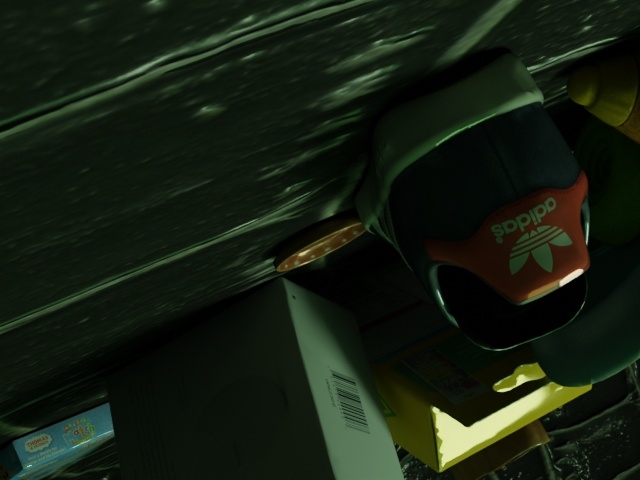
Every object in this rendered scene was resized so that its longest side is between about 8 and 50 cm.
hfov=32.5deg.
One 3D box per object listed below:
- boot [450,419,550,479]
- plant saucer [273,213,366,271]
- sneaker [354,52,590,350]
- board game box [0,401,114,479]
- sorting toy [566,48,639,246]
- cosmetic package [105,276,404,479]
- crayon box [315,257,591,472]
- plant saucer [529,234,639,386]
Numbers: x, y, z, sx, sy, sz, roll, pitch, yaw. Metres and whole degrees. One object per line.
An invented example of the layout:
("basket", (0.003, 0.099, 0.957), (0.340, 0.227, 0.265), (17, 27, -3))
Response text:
("boot", (0.133, 0.179, 1.400), (0.264, 0.281, 0.096), (-33, 169, 35))
("plant saucer", (0.000, 0.000, 0.861), (0.083, 0.013, 0.083), (-27, 172, -4))
("sneaker", (0.106, 0.001, 0.733), (0.131, 0.148, 0.350), (-27, 171, 4))
("board game box", (-0.326, 0.254, 1.307), (0.160, 0.039, 0.211), (-19, 169, -42))
("sorting toy", (0.197, -0.070, 0.854), (0.126, 0.127, 0.365), (6, 165, -12))
("cosmetic package", (-0.062, 0.194, 1.022), (0.224, 0.224, 0.138), (-29, 148, 22))
("crayon box", (0.127, 0.120, 1.129), (0.203, 0.083, 0.323), (-22, -154, -26))
("plant saucer", (0.270, -0.021, 0.956), (0.318, 0.043, 0.317), (-57, -171, 15))
